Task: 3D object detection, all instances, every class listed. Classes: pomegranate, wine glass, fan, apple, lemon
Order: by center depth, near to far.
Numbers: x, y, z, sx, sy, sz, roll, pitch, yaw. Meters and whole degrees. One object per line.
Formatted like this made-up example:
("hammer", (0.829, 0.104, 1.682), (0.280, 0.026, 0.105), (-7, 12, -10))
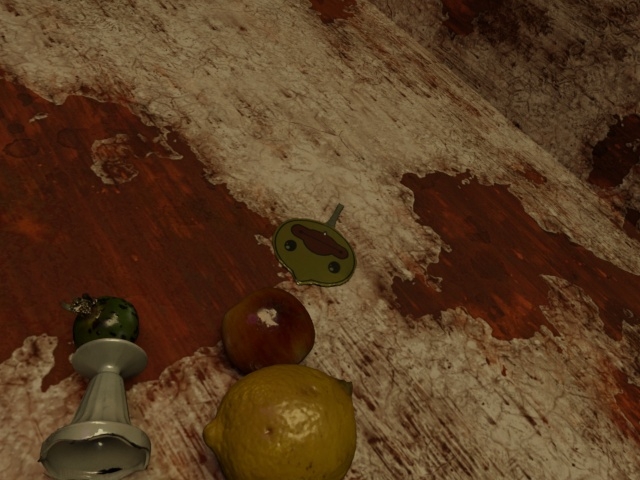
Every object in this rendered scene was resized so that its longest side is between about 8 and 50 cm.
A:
("wine glass", (-0.356, 0.279, 0.881), (0.165, 0.165, 0.196), (8, 39, -17))
("lemon", (-0.066, 0.325, 0.909), (0.253, 0.228, 0.228), (-2, 48, -3))
("pomegranate", (-0.405, 0.149, 0.981), (0.122, 0.161, 0.122), (-14, 46, 15))
("apple", (-0.103, 0.186, 1.090), (0.195, 0.160, 0.173), (-33, 89, -35))
("fan", (0.000, -0.001, 1.394), (0.229, 0.011, 0.335), (27, 44, 2))
